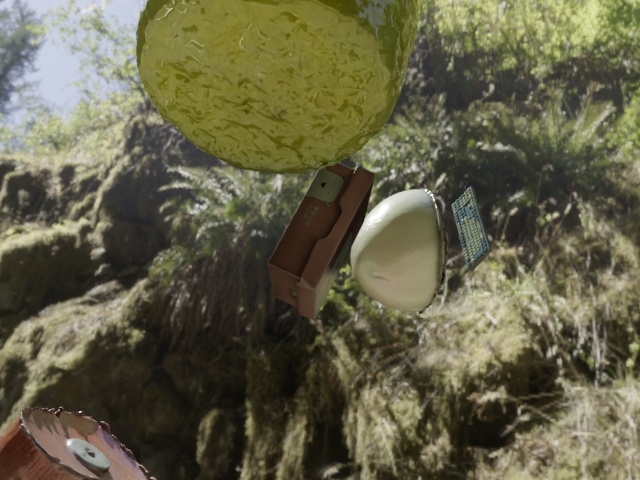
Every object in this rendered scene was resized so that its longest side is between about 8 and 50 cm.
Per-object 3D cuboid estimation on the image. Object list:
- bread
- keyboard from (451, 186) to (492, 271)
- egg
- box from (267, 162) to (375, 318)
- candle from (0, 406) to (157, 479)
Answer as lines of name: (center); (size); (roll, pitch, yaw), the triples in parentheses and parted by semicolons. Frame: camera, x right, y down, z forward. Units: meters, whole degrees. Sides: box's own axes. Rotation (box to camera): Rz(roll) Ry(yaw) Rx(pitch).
bread: (-0.052, -0.272, 0.824); (0.349, 0.307, 0.348); (9, -33, 6)
keyboard: (0.261, -0.023, 1.194); (0.014, 0.176, 0.055); (26, -54, -21)
egg: (0.146, 0.016, 1.454); (0.174, 0.286, 0.264); (4, -65, -8)
box: (0.000, 0.000, 1.122); (0.086, 0.215, 0.215); (25, -17, 7)
candle: (-0.421, 0.402, 1.176); (0.317, 0.131, 0.287); (45, -4, -26)
